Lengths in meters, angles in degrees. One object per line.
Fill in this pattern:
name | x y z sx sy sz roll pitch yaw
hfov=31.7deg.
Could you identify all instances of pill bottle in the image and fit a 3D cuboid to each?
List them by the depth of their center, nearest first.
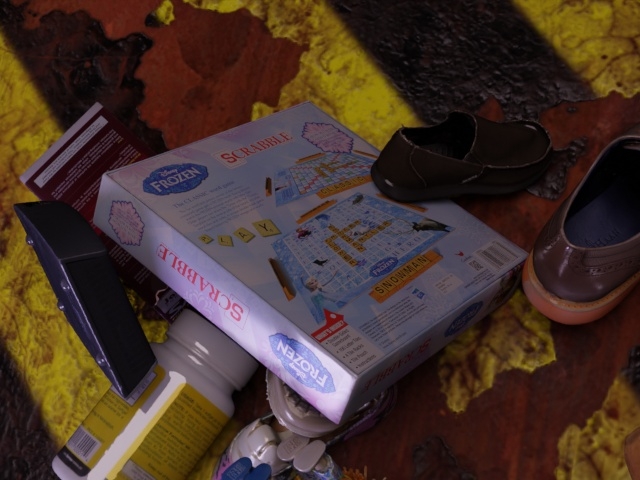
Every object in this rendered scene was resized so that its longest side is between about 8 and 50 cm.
pill bottle | -0.163 0.180 1.150 0.119 0.119 0.208 34 78 21

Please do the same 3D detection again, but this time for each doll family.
doll family | 0.042 0.268 1.036 0.118 0.163 0.263 -45 39 -18

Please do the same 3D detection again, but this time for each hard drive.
hard drive | -0.239 0.046 1.138 0.054 0.172 0.254 -27 22 -16

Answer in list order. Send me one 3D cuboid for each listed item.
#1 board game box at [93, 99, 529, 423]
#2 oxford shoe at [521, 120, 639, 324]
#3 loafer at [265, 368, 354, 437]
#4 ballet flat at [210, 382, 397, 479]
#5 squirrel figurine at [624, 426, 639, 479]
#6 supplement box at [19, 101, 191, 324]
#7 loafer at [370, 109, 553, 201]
board game box | 0.000 0.000 1.118 0.318 0.066 0.318 38 37 22
oxford shoe | 0.347 -0.068 1.127 0.130 0.133 0.364 36 66 20
loafer | -0.001 0.103 1.120 0.101 0.092 0.268 16 36 -5
ballet flat | -0.023 0.192 1.139 0.221 0.079 0.077 -30 67 -2
squirrel figurine | 0.471 0.299 0.825 0.370 0.397 0.281 -22 26 20
supplement box | -0.209 -0.032 1.269 0.130 0.073 0.239 -45 67 -8
loafer | 0.160 -0.094 1.180 0.220 0.078 0.080 -14 52 -28
